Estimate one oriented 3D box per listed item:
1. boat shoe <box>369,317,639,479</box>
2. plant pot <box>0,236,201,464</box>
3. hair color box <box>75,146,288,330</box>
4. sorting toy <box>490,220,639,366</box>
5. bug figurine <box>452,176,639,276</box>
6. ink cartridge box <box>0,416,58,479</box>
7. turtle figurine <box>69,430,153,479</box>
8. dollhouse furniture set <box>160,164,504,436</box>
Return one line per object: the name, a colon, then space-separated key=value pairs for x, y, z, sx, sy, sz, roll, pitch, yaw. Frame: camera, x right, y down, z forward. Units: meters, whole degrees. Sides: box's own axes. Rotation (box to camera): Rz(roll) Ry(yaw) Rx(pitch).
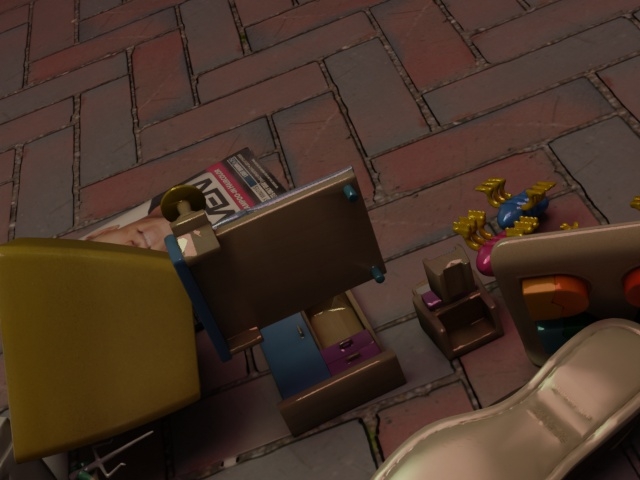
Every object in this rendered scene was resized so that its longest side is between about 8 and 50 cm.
boat shoe: x=0.174 y=0.194 z=0.895 sx=0.324 sy=0.097 sz=0.116 roll=-34 pitch=59 yaw=-12
plant pot: x=-0.229 y=0.098 z=1.056 sx=0.187 sy=0.212 sz=0.212 roll=-5 pitch=4 yaw=-10
hair color box: x=-0.195 y=0.031 z=1.269 sx=0.347 sy=0.105 sz=0.174 roll=-31 pitch=38 yaw=-9
sorting toy: x=0.271 y=0.060 z=0.918 sx=0.193 sy=0.208 sz=0.038 roll=-7 pitch=53 yaw=19
bug figurine: x=0.277 y=-0.008 z=1.073 sx=0.279 sy=0.072 sz=0.216 roll=10 pitch=27 yaw=41
ink cartridge box: x=-0.402 y=0.271 z=1.064 sx=0.176 sy=0.127 sz=0.128 roll=-1 pitch=43 yaw=27
turtle figurine: x=-0.212 y=0.305 z=0.939 sx=0.234 sy=0.118 sz=0.175 roll=-46 pitch=24 yaw=-3
dollhouse furniture set: x=0.000 y=0.000 z=1.046 sx=0.286 sy=0.303 sz=0.198 roll=-25 pitch=38 yaw=-4
